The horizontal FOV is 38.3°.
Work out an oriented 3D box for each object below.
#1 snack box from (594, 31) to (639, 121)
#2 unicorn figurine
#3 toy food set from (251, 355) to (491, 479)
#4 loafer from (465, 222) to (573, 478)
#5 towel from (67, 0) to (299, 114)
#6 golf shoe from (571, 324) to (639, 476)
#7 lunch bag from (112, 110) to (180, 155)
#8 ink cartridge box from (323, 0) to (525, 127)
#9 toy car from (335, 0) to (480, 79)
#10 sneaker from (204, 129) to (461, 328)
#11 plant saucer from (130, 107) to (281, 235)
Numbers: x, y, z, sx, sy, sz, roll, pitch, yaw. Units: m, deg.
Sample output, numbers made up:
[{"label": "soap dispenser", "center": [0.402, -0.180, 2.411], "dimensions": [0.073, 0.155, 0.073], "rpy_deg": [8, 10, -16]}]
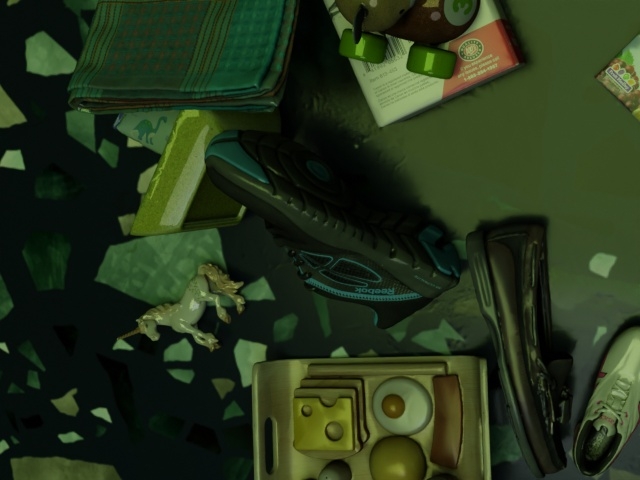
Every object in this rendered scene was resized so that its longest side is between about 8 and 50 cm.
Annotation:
[{"label": "snack box", "center": [0.386, -0.165, 1.004], "dimensions": [0.141, 0.037, 0.100], "rpy_deg": [45, 109, 5]}, {"label": "unicorn figurine", "center": [-0.174, 0.099, 1.234], "dimensions": [0.111, 0.060, 0.162], "rpy_deg": [36, 93, 9]}, {"label": "toy food set", "center": [0.060, 0.256, 1.138], "dimensions": [0.306, 0.092, 0.220], "rpy_deg": [-3, 87, 20]}, {"label": "loafer", "center": [0.250, 0.126, 1.072], "dimensions": [0.095, 0.109, 0.303], "rpy_deg": [-16, 92, 16]}, {"label": "towel", "center": [-0.132, -0.314, 1.035], "dimensions": [0.271, 0.040, 0.370], "rpy_deg": [2, 71, 26]}, {"label": "golf shoe", "center": [0.344, 0.189, 1.061], "dimensions": [0.067, 0.086, 0.186], "rpy_deg": [20, 105, 15]}, {"label": "lunch bag", "center": [-0.165, -0.174, 1.159], "dimensions": [0.128, 0.096, 0.151], "rpy_deg": [30, 94, 13]}, {"label": "ink cartridge box", "center": [0.104, -0.272, 1.042], "dimensions": [0.172, 0.100, 0.237], "rpy_deg": [-23, 93, 20]}, {"label": "toy car", "center": [0.073, -0.245, 0.902], "dimensions": [0.149, 0.188, 0.155], "rpy_deg": [16, 105, 14]}, {"label": "sneaker", "center": [0.000, 0.000, 1.061], "dimensions": [0.340, 0.125, 0.139], "rpy_deg": [31, 123, -21]}, {"label": "plant saucer", "center": [-0.122, -0.083, 1.103], "dimensions": [0.045, 0.188, 0.188], "rpy_deg": [33, 109, 21]}]
